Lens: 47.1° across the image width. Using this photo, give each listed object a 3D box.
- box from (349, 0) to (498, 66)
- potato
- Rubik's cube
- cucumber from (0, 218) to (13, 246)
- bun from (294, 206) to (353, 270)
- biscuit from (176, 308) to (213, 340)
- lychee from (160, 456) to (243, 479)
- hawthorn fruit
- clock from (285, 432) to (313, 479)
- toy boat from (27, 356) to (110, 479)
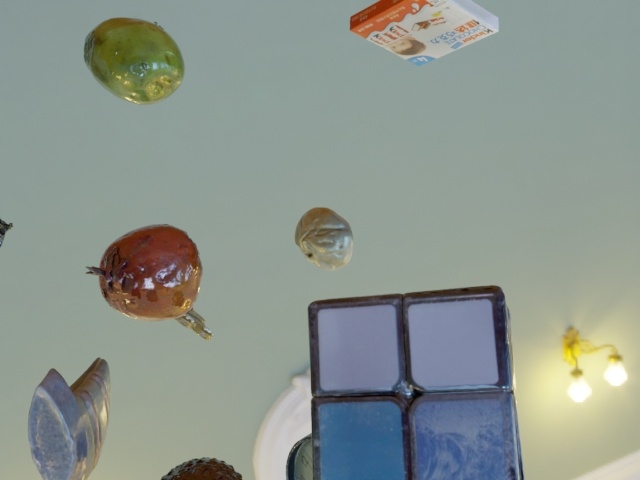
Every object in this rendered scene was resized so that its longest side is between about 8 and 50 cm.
[{"bbox_3d":[0.259,-0.543,1.842,0.265,0.048,0.273,14,162,-37],"label":"box"},{"bbox_3d":[-0.464,-0.446,1.817,0.304,0.216,0.216,22,-151,39],"label":"potato"},{"bbox_3d":[0.168,0.257,1.218,0.316,0.318,0.313,-4,166,15],"label":"Rubik's cube"},{"bbox_3d":[-0.624,-0.096,1.213,0.072,0.303,0.081,-8,-135,21],"label":"cucumber"},{"bbox_3d":[0.000,0.000,1.985,0.183,0.183,0.102,3,-158,39],"label":"bun"},{"bbox_3d":[-0.415,0.223,2.293,0.035,0.158,0.240,-49,-148,1],"label":"biscuit"},{"bbox_3d":[-0.263,0.604,1.604,0.261,0.260,0.260,-7,-167,2],"label":"lychee"},{"bbox_3d":[-0.480,0.088,1.956,0.307,0.276,0.276,-3,-174,-43],"label":"hawthorn fruit"},{"bbox_3d":[0.036,0.639,1.855,0.067,0.325,0.325,-14,-166,-42],"label":"clock"},{"bbox_3d":[-0.530,0.409,1.618,0.111,0.276,0.293,-4,176,14],"label":"toy boat"}]
